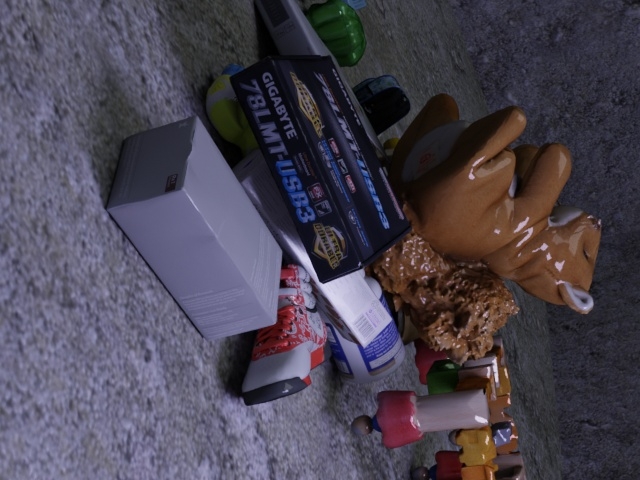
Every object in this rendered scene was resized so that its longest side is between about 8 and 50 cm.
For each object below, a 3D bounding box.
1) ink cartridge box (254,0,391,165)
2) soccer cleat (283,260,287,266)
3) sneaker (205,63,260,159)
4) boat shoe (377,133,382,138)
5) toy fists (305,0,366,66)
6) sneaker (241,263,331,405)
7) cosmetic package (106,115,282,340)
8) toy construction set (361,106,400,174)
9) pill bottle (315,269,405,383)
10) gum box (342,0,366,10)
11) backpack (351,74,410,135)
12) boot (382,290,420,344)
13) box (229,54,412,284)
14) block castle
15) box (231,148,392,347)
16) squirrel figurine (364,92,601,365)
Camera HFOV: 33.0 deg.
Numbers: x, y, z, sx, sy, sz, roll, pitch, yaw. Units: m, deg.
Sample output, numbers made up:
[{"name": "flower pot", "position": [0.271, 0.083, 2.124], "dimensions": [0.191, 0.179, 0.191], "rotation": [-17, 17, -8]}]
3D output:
[{"name": "ink cartridge box", "position": [0.006, -0.260, 1.796], "dimensions": [0.239, 0.060, 0.275], "rotation": [46, 16, -58]}, {"name": "soccer cleat", "position": [0.000, 0.000, 1.604], "dimensions": [0.076, 0.068, 0.196], "rotation": [53, 53, -37]}, {"name": "sneaker", "position": [-0.076, -0.154, 1.534], "dimensions": [0.126, 0.091, 0.240], "rotation": [-86, 154, -47]}, {"name": "boat shoe", "position": [0.116, -0.231, 2.278], "dimensions": [0.100, 0.035, 0.035], "rotation": [-65, 164, -69]}, {"name": "toy fists", "position": [0.009, -0.458, 2.029], "dimensions": [0.142, 0.096, 0.279], "rotation": [-62, 134, -79]}, {"name": "sneaker", "position": [-0.058, 0.113, 1.386], "dimensions": [0.270, 0.090, 0.145], "rotation": [-30, 104, -75]}, {"name": "cosmetic package", "position": [-0.135, -0.010, 1.231], "dimensions": [0.127, 0.107, 0.238], "rotation": [-85, 151, -46]}, {"name": "toy construction set", "position": [0.179, -0.086, 1.969], "dimensions": [0.309, 0.237, 0.257], "rotation": [-90, 157, -50]}, {"name": "pill bottle", "position": [0.052, 0.117, 1.672], "dimensions": [0.112, 0.112, 0.187], "rotation": [-71, 143, -60]}, {"name": "gum box", "position": [0.038, -0.574, 2.287], "dimensions": [0.157, 0.041, 0.184], "rotation": [-48, 121, -69]}, {"name": "backpack", "position": [0.114, -0.277, 2.165], "dimensions": [0.105, 0.114, 0.084], "rotation": [54, 8, -46]}, {"name": "boot", "position": [0.168, 0.092, 2.056], "dimensions": [0.269, 0.089, 0.236], "rotation": [13, 71, -69]}, {"name": "box", "position": [0.010, -0.110, 1.487], "dimensions": [0.295, 0.073, 0.293], "rotation": [66, 20, -2]}, {"name": "block castle", "position": [0.200, 0.338, 1.745], "dimensions": [0.453, 0.213, 0.303], "rotation": [-29, 109, -75]}, {"name": "box", "position": [-0.013, 0.015, 1.511], "dimensions": [0.324, 0.067, 0.063], "rotation": [53, -18, -27]}, {"name": "squirrel figurine", "position": [0.269, 0.011, 1.761], "dimensions": [0.370, 0.397, 0.281], "rotation": [42, -12, -23]}]
